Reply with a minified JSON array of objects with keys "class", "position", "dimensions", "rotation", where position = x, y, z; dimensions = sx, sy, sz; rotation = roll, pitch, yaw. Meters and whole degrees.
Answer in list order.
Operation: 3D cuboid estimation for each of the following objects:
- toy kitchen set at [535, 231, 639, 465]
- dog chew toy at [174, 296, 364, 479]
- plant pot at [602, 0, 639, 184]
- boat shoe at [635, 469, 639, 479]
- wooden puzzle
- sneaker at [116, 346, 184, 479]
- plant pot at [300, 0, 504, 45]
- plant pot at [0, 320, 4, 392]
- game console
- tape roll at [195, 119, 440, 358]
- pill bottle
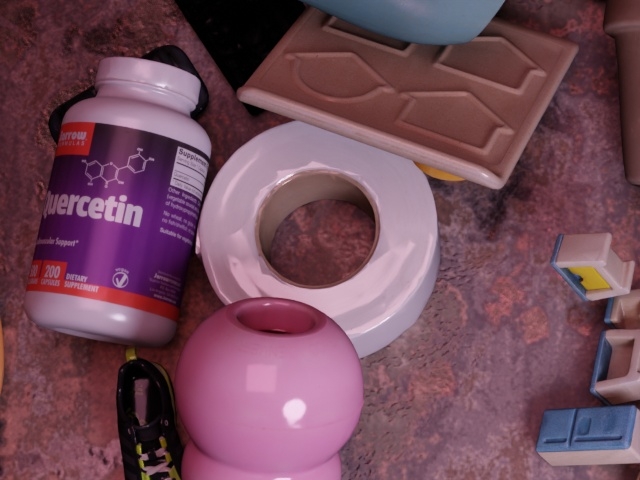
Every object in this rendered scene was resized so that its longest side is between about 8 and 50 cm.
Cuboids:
[{"class":"toy kitchen set","position":[0.288,0.122,1.785],"dimensions":[0.122,0.166,0.207],"rotation":[-10,51,39]},{"class":"dog chew toy","position":[-0.064,0.234,1.751],"dimensions":[0.206,0.206,0.332],"rotation":[11,111,11]},{"class":"plant pot","position":[0.445,-0.166,1.845],"dimensions":[0.263,0.263,0.229],"rotation":[9,92,10]},{"class":"boat shoe","position":[0.405,0.256,1.708],"dimensions":[0.123,0.123,0.342],"rotation":[16,95,10]},{"class":"wooden puzzle","position":[0.108,-0.185,1.898],"dimensions":[0.322,0.080,0.348],"rotation":[20,40,13]},{"class":"sneaker","position":[-0.201,0.240,1.847],"dimensions":[0.084,0.097,0.235],"rotation":[-17,70,2]},{"class":"plant pot","position":[0.113,-0.361,1.839],"dimensions":[0.235,0.293,0.293],"rotation":[29,76,-10]},{"class":"plant pot","position":[-0.532,0.126,1.849],"dimensions":[0.203,0.291,0.291],"rotation":[-10,70,21]},{"class":"game console","position":[-0.182,-0.219,2.030],"dimensions":[0.361,0.044,0.213],"rotation":[-31,69,-4]},{"class":"tape roll","position":[0.000,0.000,1.901],"dimensions":[0.286,0.100,0.286],"rotation":[-2,72,7]},{"class":"pill bottle","position":[-0.233,-0.044,1.883],"dimensions":[0.181,0.181,0.323],"rotation":[8,81,10]}]
